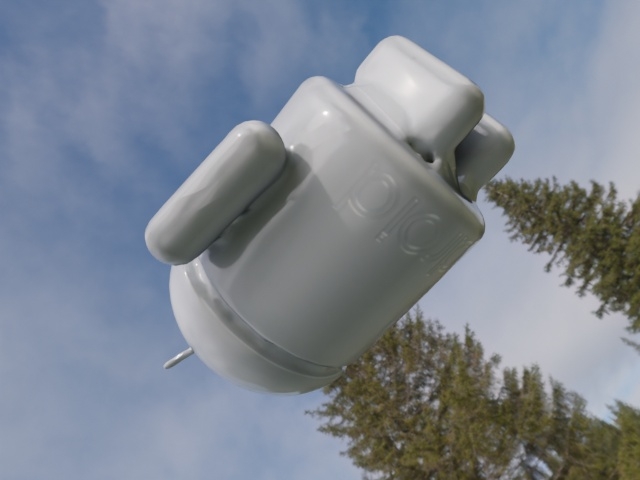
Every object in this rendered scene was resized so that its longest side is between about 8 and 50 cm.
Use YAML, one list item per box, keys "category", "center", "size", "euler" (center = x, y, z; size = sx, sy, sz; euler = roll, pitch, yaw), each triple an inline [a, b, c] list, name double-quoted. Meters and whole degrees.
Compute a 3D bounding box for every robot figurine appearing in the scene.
- category: "robot figurine"
  center: [0.000, 0.000, 0.414]
  size: [0.300, 0.199, 0.353]
  euler: [23, -65, -44]
